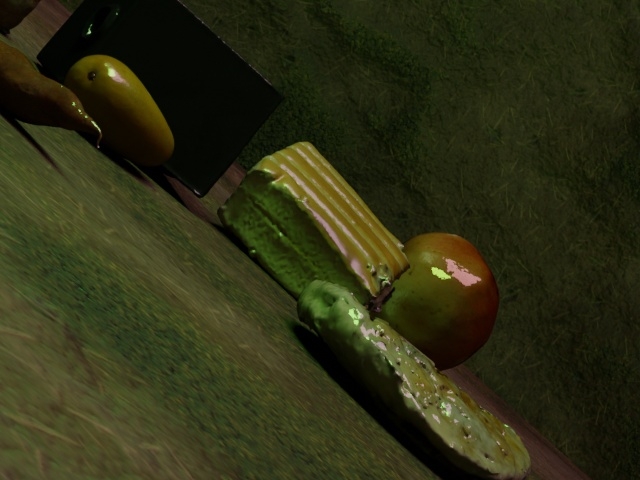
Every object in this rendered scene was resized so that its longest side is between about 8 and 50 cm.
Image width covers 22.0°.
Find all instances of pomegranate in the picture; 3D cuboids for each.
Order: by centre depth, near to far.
[{"bbox_3d":[0.162,0.090,2.388,0.209,0.209,0.209,42,3,-2],"label":"pomegranate"}]

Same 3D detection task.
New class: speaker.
[{"bbox_3d":[-0.212,-0.207,2.064,0.232,0.184,0.254,41,0,-25],"label":"speaker"}]

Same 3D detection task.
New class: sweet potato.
[{"bbox_3d":[-0.258,-0.130,1.474,0.195,0.056,0.056,33,-2,29],"label":"sweet potato"}]

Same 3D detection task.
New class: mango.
[{"bbox_3d":[-0.224,-0.138,1.859,0.102,0.085,0.184,39,-10,39],"label":"mango"}]

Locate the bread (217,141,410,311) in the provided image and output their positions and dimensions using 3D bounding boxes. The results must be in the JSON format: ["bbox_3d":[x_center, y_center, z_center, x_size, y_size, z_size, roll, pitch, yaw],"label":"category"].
[{"bbox_3d":[0.000,0.000,2.155,0.246,0.111,0.239,47,18,3],"label":"bread"}]

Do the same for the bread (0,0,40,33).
[{"bbox_3d":[-0.447,-0.379,2.089,0.244,0.123,0.190,38,6,-37],"label":"bread"}]

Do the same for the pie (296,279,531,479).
[{"bbox_3d":[0.099,0.156,1.785,0.339,0.077,0.339,41,3,-3],"label":"pie"}]

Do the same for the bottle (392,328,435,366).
[{"bbox_3d":[0.109,0.158,2.268,0.096,0.045,0.045,40,2,12],"label":"bottle"}]
